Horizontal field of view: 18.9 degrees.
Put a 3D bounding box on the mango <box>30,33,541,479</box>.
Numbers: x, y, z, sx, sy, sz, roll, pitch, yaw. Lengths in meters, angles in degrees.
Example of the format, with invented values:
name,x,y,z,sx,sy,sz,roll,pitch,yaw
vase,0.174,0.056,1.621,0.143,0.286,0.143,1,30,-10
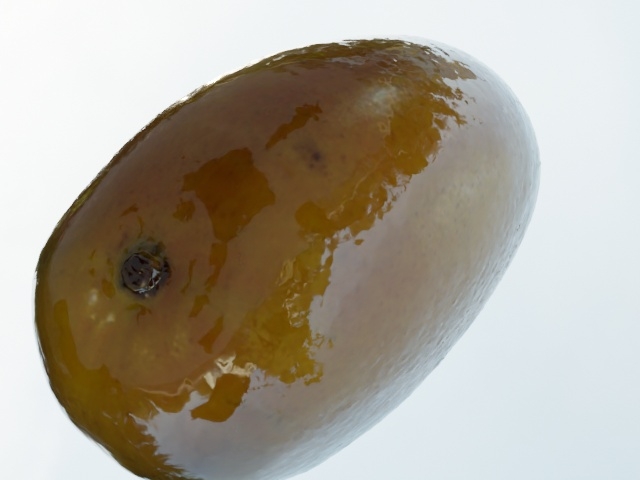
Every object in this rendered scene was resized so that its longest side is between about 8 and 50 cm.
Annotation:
name,x,y,z,sx,sy,sz,roll,pitch,yaw
mango,0.000,0.000,0.637,0.112,0.145,0.219,34,-140,22
